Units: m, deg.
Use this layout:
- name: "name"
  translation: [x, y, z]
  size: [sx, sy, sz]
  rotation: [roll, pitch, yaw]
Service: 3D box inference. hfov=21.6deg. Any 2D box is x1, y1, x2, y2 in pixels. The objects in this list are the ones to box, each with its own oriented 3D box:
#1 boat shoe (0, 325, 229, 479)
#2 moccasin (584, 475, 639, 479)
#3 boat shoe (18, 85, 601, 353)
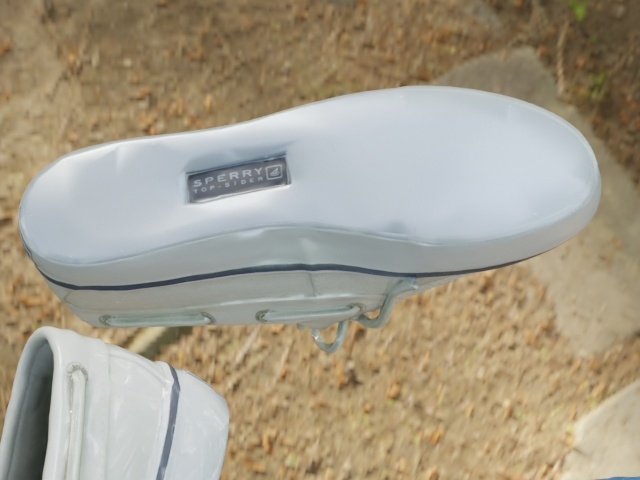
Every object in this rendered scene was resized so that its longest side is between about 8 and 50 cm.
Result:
- name: "boat shoe"
  translation: [-0.106, 0.153, 0.586]
  size: [0.088, 0.096, 0.267]
  rotation: [28, 61, -22]
- name: "moccasin"
  translation: [0.208, 0.136, 0.532]
  size: [0.342, 0.117, 0.138]
  rotation: [1, 26, 13]
- name: "boat shoe"
  translation: [-0.001, 0.007, 1.097]
  size: [0.367, 0.156, 0.136]
  rotation: [-9, 55, 3]
